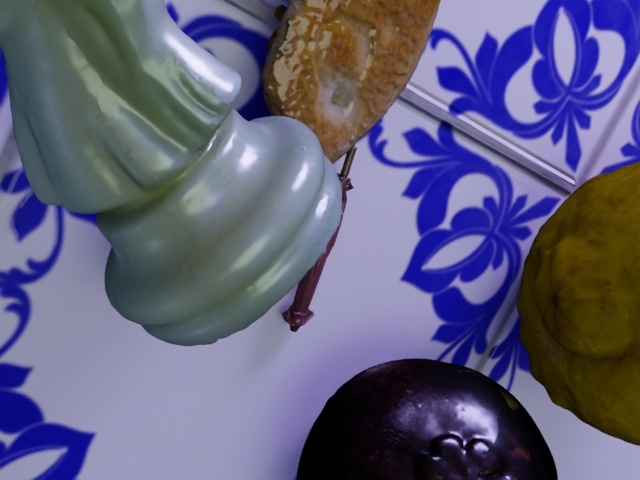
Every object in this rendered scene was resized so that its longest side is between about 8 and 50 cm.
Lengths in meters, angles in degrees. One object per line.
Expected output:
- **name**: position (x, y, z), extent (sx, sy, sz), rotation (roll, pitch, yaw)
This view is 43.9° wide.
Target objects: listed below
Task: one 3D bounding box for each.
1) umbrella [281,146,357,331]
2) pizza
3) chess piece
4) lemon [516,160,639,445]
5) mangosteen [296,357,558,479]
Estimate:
- **umbrella**: position (0.000, 0.000, 0.650), extent (0.025, 0.027, 0.165), rotation (21, 106, 12)
- **pizza**: position (0.025, -0.161, 0.576), extent (0.134, 0.056, 0.271), rotation (7, 111, -33)
- **chess piece**: position (-0.131, -0.086, 0.462), extent (0.176, 0.176, 0.298), rotation (-43, 121, -6)
- **lemon**: position (0.339, 0.055, 0.715), extent (0.316, 0.285, 0.285), rotation (-10, 117, -3)
- **mangosteen**: position (0.084, 0.224, 0.701), extent (0.228, 0.228, 0.265), rotation (-22, 161, -19)
